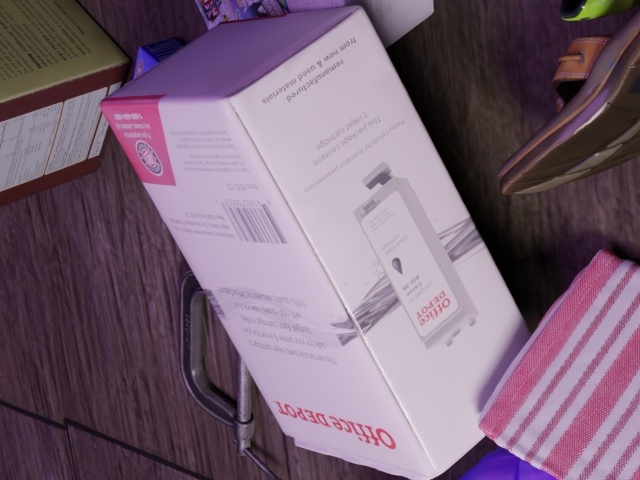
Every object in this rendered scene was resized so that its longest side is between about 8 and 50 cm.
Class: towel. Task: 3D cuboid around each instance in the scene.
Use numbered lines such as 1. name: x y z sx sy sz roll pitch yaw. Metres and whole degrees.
1. towel: 0.203 0.100 1.116 0.197 0.144 0.029 30 170 37

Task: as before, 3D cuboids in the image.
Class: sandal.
1. sandal: 0.171 -0.101 1.076 0.060 0.090 0.219 67 147 27

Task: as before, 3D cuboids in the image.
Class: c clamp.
1. c clamp: -0.073 0.104 1.524 0.137 0.022 0.161 29 131 45

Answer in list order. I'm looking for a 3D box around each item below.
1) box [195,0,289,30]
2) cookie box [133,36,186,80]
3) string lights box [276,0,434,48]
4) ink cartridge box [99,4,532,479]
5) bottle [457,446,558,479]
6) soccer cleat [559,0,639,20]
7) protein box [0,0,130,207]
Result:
1. box: -0.051 -0.176 1.343 0.094 0.027 0.137 -27 87 51
2. cookie box: -0.100 -0.089 1.435 0.107 0.040 0.092 42 136 28
3. string lights box: -0.040 -0.243 1.218 0.260 0.077 0.133 46 163 24
4. ink cartridge box: 0.000 0.000 1.228 0.207 0.117 0.283 5 128 61
5. bottle: 0.139 0.198 1.259 0.118 0.092 0.283 55 141 14
6. soccer cleat: 0.137 -0.212 1.064 0.060 0.072 0.179 -18 94 52
7. protein box: -0.304 -0.135 1.522 0.200 0.201 0.136 47 138 23
